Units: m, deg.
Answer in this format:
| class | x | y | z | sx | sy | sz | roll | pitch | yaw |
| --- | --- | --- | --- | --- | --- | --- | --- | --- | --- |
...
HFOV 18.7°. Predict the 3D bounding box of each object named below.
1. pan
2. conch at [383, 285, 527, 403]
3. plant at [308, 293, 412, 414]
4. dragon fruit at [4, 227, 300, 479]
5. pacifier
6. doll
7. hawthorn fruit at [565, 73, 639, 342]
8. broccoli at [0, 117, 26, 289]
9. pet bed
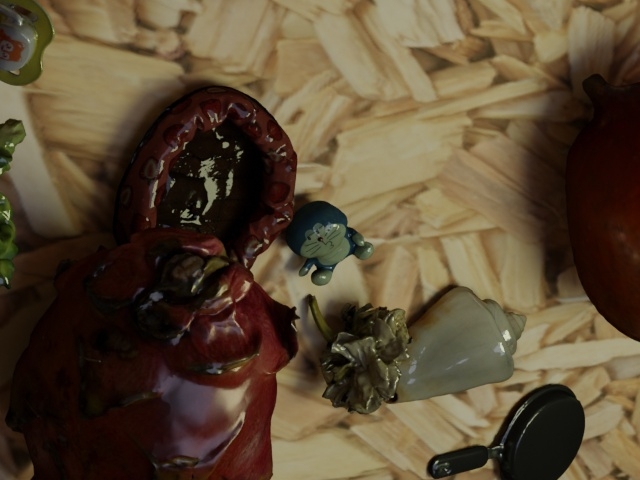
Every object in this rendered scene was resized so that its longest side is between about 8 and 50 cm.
| class | x | y | z | sx | sy | sz | roll | pitch | yaw |
| --- | --- | --- | --- | --- | --- | --- | --- | --- | --- |
| pan | 0.220 | 0.241 | 2.226 | 0.235 | 0.028 | 0.136 | -12 | 118 | -36 |
| conch | 0.141 | 0.114 | 2.075 | 0.176 | 0.094 | 0.104 | -16 | 140 | -3 |
| plant | 0.030 | 0.108 | 1.955 | 0.122 | 0.104 | 0.117 | 31 | 67 | -21 |
| dragon fruit | -0.148 | 0.130 | 1.698 | 0.250 | 0.250 | 0.315 | 2 | 108 | -41 |
| pacifier | -0.249 | -0.172 | 1.604 | 0.083 | 0.068 | 0.064 | -67 | 172 | 32 |
| doll | 0.000 | 0.000 | 1.899 | 0.076 | 0.050 | 0.083 | -37 | 135 | 3 |
| hawthorn fruit | 0.397 | -0.028 | 2.063 | 0.295 | 0.295 | 0.311 | -35 | 132 | -22 |
| broccoli | -0.337 | -0.037 | 1.376 | 0.288 | 0.245 | 0.248 | -33 | 110 | -39 |
| pet bed | -0.103 | -0.043 | 1.787 | 0.201 | 0.053 | 0.201 | -21 | 129 | -29 |
